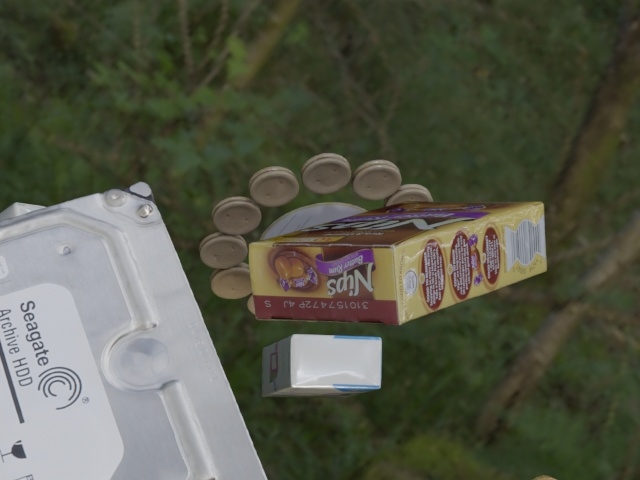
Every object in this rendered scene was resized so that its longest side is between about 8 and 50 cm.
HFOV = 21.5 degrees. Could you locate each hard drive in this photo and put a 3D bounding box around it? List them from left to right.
[{"bbox_3d":[-0.211,0.116,0.854,0.339,0.064,0.237,-16,56,-12],"label":"hard drive"}]

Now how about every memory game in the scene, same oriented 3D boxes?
[{"bbox_3d":[0.000,0.000,1.276,0.186,0.186,0.012,26,37,-34],"label":"memory game"}]

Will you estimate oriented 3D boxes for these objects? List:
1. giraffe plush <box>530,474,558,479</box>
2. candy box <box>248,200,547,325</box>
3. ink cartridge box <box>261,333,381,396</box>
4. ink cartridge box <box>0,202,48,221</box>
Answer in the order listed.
[{"bbox_3d":[0.160,0.293,1.393,0.210,0.170,0.181,50,-16,9],"label":"giraffe plush"},{"bbox_3d":[0.054,0.011,1.074,0.187,0.109,0.053,-18,105,-54],"label":"candy box"},{"bbox_3d":[-0.001,0.121,1.610,0.088,0.122,0.052,3,81,-15],"label":"ink cartridge box"},{"bbox_3d":[-0.270,0.077,1.448,0.093,0.212,0.154,10,67,-33],"label":"ink cartridge box"}]
